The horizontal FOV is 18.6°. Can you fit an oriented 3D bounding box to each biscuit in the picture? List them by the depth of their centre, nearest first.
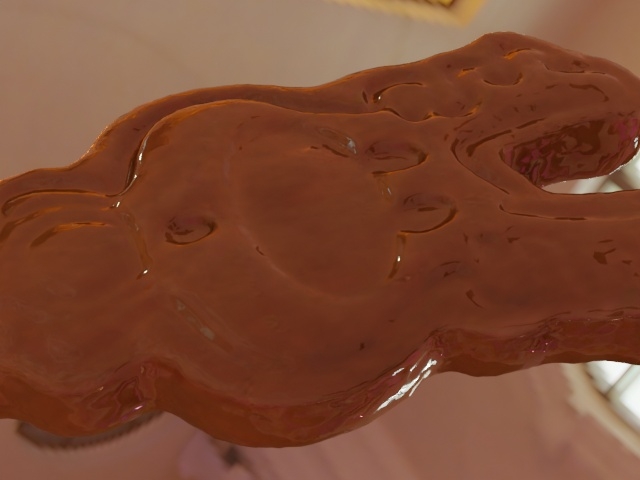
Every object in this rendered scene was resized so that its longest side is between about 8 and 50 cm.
[{"bbox_3d":[-0.002,-0.002,0.566,0.236,0.040,0.144,-10,-144,-13],"label":"biscuit"}]
